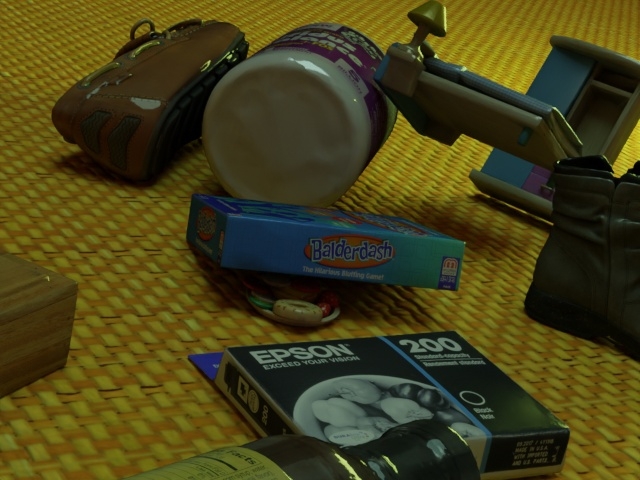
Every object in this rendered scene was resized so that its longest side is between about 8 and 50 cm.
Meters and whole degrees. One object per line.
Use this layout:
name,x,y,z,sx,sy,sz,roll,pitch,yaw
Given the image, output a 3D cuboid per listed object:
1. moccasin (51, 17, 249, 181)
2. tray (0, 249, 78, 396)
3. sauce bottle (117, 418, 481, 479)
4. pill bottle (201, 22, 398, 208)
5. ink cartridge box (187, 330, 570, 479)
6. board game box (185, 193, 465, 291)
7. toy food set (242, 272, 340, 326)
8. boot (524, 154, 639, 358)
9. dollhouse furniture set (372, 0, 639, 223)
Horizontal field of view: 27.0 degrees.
moccasin,-0.182,-0.171,1.477,0.147,0.139,0.380,24,30,6
tray,-0.351,0.069,0.793,0.203,0.076,0.411,20,22,21
sauce bottle,-0.045,0.161,0.675,0.111,0.111,0.344,29,24,38
pill bottle,-0.007,-0.143,1.431,0.169,0.169,0.301,15,20,7
ink cartridge box,0.038,0.108,0.962,0.206,0.045,0.208,-1,23,-32
board game box,0.000,0.000,1.177,0.210,0.047,0.160,7,6,-18
toy food set,-0.024,0.048,1.119,0.082,0.020,0.083,24,23,29
boot,0.306,0.023,1.177,0.246,0.161,0.083,19,21,17
dollhouse furniture set,0.257,-0.150,1.380,0.286,0.198,0.303,26,-7,34
